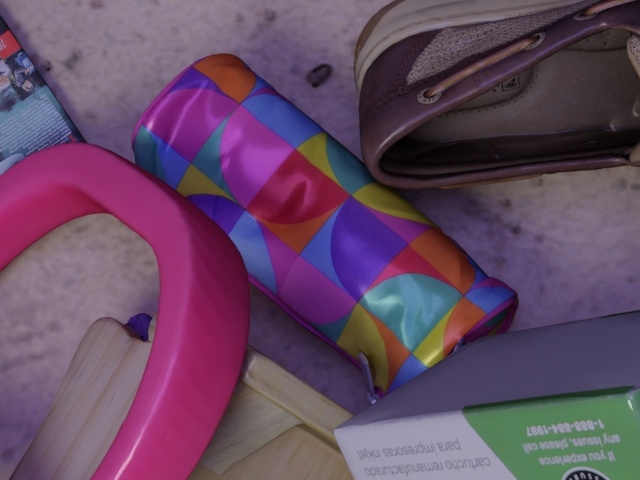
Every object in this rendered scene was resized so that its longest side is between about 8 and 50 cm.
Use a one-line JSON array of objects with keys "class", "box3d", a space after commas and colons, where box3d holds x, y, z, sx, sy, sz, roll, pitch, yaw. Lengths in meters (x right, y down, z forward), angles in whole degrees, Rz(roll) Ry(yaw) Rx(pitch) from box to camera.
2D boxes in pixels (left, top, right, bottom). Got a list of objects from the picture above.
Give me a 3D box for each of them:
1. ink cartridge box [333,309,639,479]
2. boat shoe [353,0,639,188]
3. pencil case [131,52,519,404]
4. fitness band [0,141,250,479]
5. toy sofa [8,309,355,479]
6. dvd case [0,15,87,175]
[{"class": "ink cartridge box", "box3d": [0.155, 0.179, 0.856, 0.117, 0.201, 0.278, -29, 99, -38]}, {"class": "boat shoe", "box3d": [0.185, -0.085, 0.991, 0.342, 0.123, 0.123, -6, 37, 8]}, {"class": "pencil case", "box3d": [0.000, 0.000, 1.023, 0.236, 0.104, 0.104, 42, 83, 15]}, {"class": "fitness band", "box3d": [-0.142, 0.054, 0.959, 0.209, 0.054, 0.291, -57, 34, -1]}, {"class": "toy sofa", "box3d": [-0.106, 0.222, 0.956, 0.150, 0.177, 0.362, 36, 79, -29]}, {"class": "dvd case", "box3d": [-0.200, -0.072, 1.103, 0.087, 0.013, 0.119, -35, 75, -4]}]
